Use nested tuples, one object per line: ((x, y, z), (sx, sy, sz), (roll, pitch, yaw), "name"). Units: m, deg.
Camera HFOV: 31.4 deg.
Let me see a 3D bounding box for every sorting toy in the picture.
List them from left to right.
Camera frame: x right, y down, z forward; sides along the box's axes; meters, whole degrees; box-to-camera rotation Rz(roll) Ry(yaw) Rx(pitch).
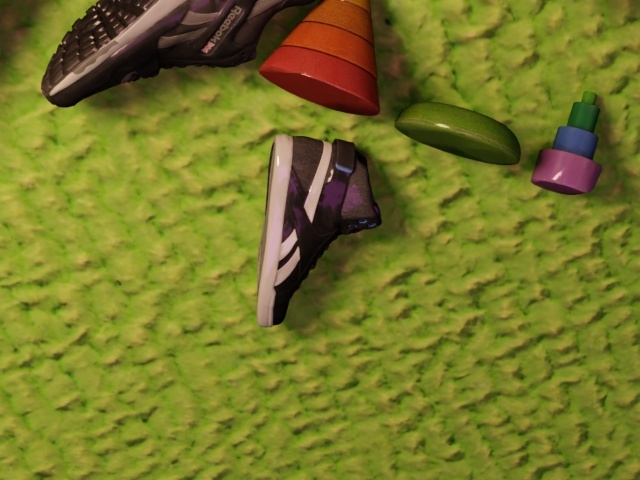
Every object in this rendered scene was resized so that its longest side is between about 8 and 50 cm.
((0.127, -0.156, 1.105), (0.365, 0.127, 0.126), (19, 86, -18), "sorting toy")

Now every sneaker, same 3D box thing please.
((-0.122, -0.189, 1.044), (0.283, 0.107, 0.124), (-34, 123, 13), "sneaker")
((0.000, 0.000, 1.173), (0.121, 0.079, 0.217), (5, 117, -7), "sneaker")
